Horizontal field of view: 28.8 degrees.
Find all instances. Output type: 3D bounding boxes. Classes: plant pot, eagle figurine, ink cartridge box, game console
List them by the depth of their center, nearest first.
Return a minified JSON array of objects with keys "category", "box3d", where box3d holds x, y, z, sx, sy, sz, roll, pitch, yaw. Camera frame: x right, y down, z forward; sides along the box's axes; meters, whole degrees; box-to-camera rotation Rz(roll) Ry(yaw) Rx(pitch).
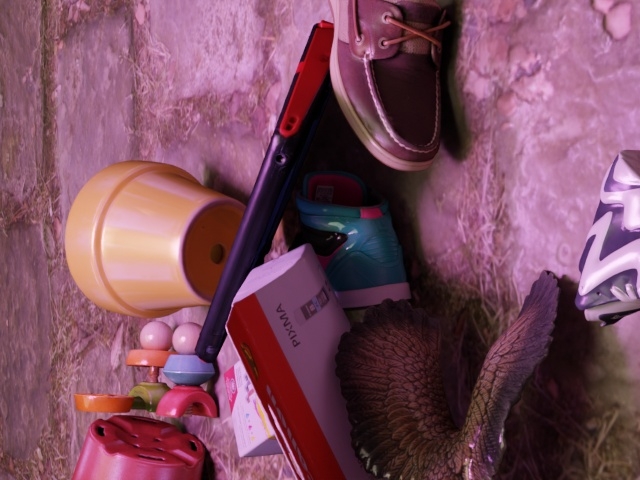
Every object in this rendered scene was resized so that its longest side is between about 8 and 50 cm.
[{"category":"eagle figurine","box3d":[0.144,0.192,1.294,0.225,0.226,0.298,159,104,-76]},{"category":"ink cartridge box","box3d":[0.012,0.175,1.350,0.385,0.091,0.308,-83,-33,-84]},{"category":"game console","box3d":[-0.058,-0.071,1.623,0.342,0.060,0.386,-75,6,-54]},{"category":"ink cartridge box","box3d":[-0.032,0.206,1.687,0.176,0.127,0.128,-43,54,53]},{"category":"plant pot","box3d":[-0.229,0.007,1.946,0.239,0.254,0.254,9,99,46]},{"category":"plant pot","box3d":[-0.321,0.456,2.116,0.272,0.272,0.265,33,111,57]}]

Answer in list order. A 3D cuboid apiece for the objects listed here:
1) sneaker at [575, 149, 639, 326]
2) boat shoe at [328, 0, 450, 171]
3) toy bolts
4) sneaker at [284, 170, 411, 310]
[{"category":"sneaker","box3d":[0.302,0.044,1.104,0.235,0.094,0.153,60,141,42]},{"category":"boat shoe","box3d":[0.086,-0.249,1.470,0.123,0.123,0.342,133,135,-54]},{"category":"toy bolts","box3d":[-0.285,0.213,2.104,0.229,0.218,0.158,-2,82,44]},{"category":"sneaker","box3d":[0.000,0.000,1.620,0.295,0.124,0.178,-5,91,54]}]
